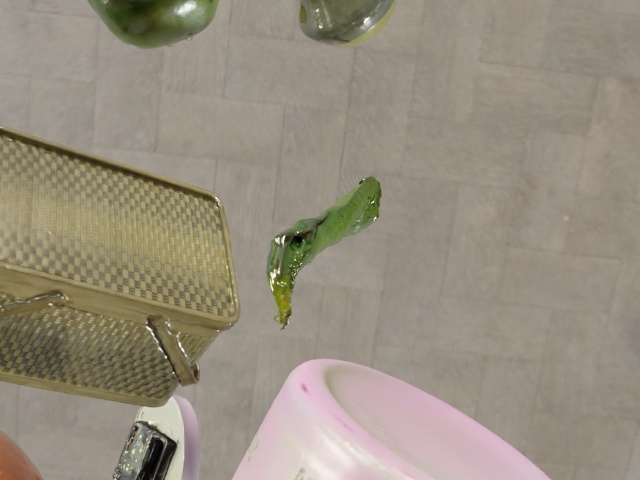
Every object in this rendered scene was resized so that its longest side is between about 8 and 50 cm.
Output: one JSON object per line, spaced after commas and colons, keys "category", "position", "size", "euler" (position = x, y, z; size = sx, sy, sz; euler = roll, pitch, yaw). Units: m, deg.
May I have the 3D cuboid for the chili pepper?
{"category": "chili pepper", "position": [0.000, 0.000, 1.161], "size": [0.076, 0.359, 0.085], "euler": [22, 117, 13]}

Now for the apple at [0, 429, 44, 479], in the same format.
{"category": "apple", "position": [-0.394, 0.303, 0.789], "size": [0.363, 0.364, 0.364], "euler": [-1, 107, -4]}

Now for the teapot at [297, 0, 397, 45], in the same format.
{"category": "teapot", "position": [0.009, -0.292, 1.026], "size": [0.130, 0.165, 0.119], "euler": [-52, 129, -6]}

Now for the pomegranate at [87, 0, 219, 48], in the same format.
{"category": "pomegranate", "position": [-0.212, -0.327, 1.184], "size": [0.187, 0.225, 0.187], "euler": [0, 73, -1]}

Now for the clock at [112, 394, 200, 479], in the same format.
{"category": "clock", "position": [-0.243, 0.322, 1.317], "size": [0.064, 0.172, 0.198], "euler": [22, 87, -37]}

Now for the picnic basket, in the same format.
{"category": "picnic basket", "position": [-0.214, 0.026, 0.787], "size": [0.266, 0.165, 0.139], "euler": [17, 131, -31]}

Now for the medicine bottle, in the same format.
{"category": "medicine bottle", "position": [-0.002, 0.229, 0.491], "size": [0.178, 0.178, 0.291], "euler": [27, 96, -11]}
